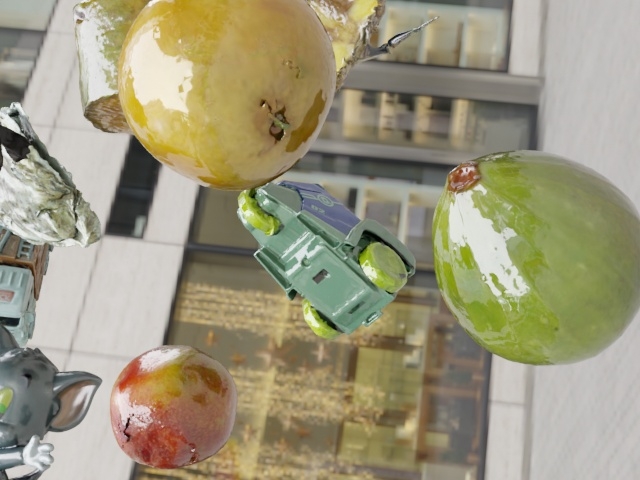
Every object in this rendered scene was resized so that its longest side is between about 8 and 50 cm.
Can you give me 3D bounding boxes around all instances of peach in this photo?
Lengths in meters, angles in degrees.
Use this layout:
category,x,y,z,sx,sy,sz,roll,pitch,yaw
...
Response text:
category,x,y,z,sx,sy,sz,roll,pitch,yaw
peach,-0.259,0.292,1.716,0.231,0.231,0.230,6,-90,-85

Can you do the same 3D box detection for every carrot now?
category,x,y,z,sx,sy,sz,roll,pitch,yaw
carrot,-0.291,-0.279,1.659,0.241,0.242,0.340,60,-161,-81

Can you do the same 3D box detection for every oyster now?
category,x,y,z,sx,sy,sz,roll,pitch,yaw
oyster,-0.462,-0.094,1.568,0.112,0.198,0.267,-27,-86,-44

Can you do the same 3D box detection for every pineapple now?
category,x,y,z,sx,sy,sz,roll,pitch,yaw
pineapple,0.009,-0.290,1.519,0.158,0.335,0.161,59,-175,15

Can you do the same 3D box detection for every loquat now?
category,x,y,z,sx,sy,sz,roll,pitch,yaw
loquat,-0.110,-0.192,1.152,0.263,0.263,0.262,6,-90,-85

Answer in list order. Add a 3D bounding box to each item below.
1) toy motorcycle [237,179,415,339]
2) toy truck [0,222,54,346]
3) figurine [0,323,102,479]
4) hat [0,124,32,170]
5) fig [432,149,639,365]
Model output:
category,x,y,z,sx,sy,sz,roll,pitch,yaw
toy motorcycle,0.000,0.000,1.747,0.191,0.326,0.200,-41,9,32
toy truck,-0.578,0.035,1.813,0.162,0.136,0.305,113,162,-51
figurine,-0.399,0.262,1.257,0.140,0.193,0.265,-15,-64,-61
hat,-0.501,-0.076,1.262,0.209,0.238,0.336,91,165,-83
fig,0.285,0.010,1.342,0.316,0.316,0.316,6,-90,-85
